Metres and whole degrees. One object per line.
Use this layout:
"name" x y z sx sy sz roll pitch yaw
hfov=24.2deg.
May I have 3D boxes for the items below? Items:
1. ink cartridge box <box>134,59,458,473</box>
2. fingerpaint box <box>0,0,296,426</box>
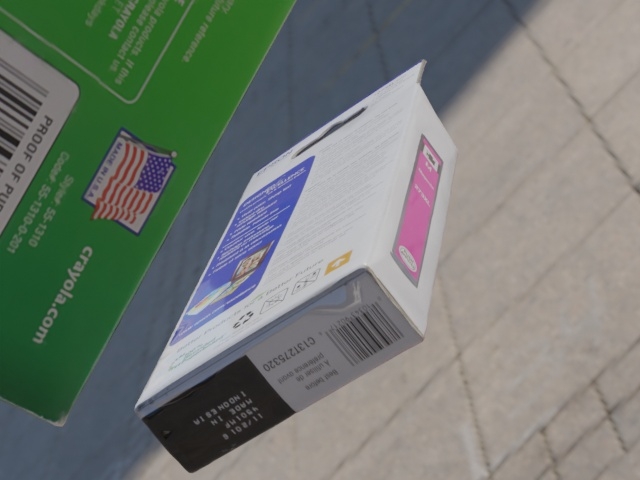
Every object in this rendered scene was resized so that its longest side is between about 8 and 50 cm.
"ink cartridge box" 0.000 0.000 1.014 0.176 0.069 0.371 -32 18 22
"fingerpaint box" -0.163 -0.182 0.723 0.371 0.163 0.444 17 75 47
